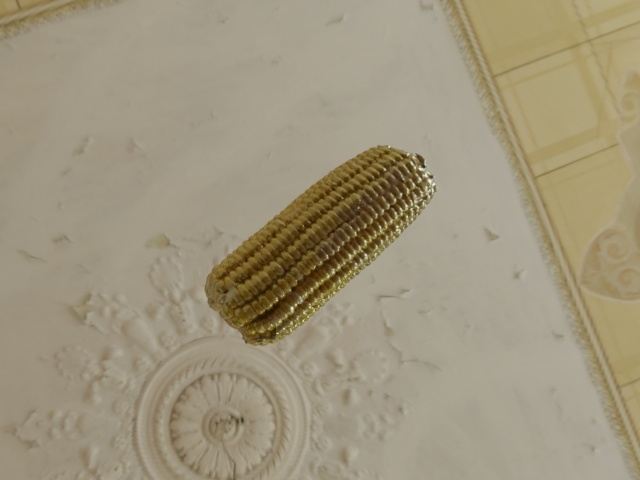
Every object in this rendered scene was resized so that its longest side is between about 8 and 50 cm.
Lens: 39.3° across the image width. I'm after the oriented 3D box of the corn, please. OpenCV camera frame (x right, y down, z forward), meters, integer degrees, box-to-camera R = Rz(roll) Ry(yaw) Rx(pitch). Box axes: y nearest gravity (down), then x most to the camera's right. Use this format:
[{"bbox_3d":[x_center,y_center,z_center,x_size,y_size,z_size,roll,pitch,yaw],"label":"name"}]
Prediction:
[{"bbox_3d":[0.000,0.000,0.594,0.165,0.085,0.063,-41,-78,-12],"label":"corn"}]
